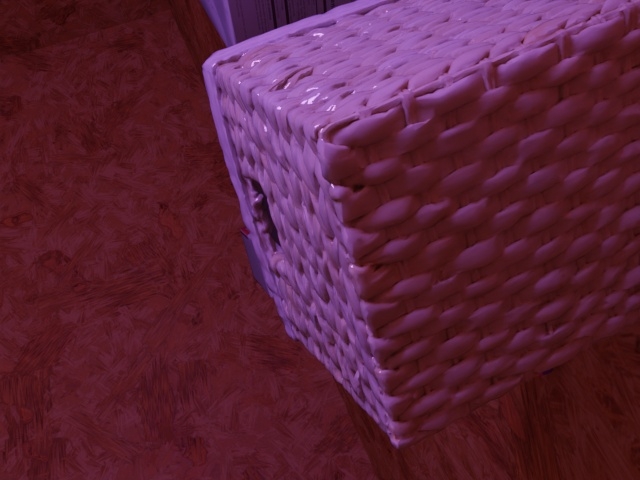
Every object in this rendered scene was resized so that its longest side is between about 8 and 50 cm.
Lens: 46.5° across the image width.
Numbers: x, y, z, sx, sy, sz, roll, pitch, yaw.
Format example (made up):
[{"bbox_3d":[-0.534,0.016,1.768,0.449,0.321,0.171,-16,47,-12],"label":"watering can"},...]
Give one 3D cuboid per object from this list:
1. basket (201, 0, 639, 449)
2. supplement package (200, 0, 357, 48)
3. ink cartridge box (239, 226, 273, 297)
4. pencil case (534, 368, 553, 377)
[{"bbox_3d":[0.115,-0.049,0.693,0.266,0.331,0.328,40,150,57],"label":"basket"},{"bbox_3d":[-0.021,-0.373,0.877,0.198,0.263,0.199,84,161,-51],"label":"supplement package"},{"bbox_3d":[0.000,0.000,1.449,0.197,0.273,0.114,-150,44,-73],"label":"ink cartridge box"},{"bbox_3d":[0.186,0.164,0.976,0.104,0.236,0.104,159,90,-88],"label":"pencil case"}]
